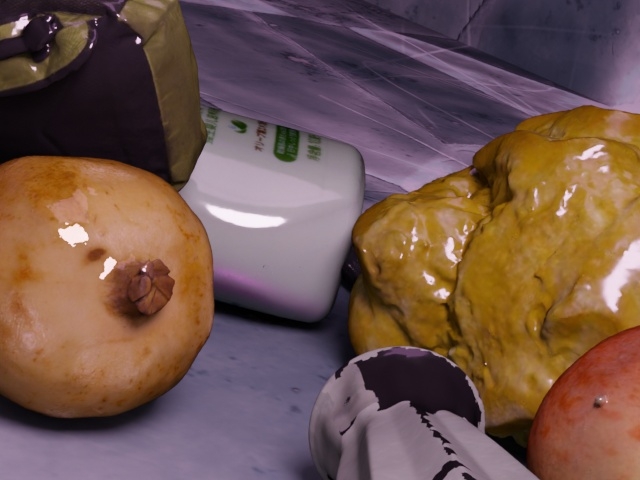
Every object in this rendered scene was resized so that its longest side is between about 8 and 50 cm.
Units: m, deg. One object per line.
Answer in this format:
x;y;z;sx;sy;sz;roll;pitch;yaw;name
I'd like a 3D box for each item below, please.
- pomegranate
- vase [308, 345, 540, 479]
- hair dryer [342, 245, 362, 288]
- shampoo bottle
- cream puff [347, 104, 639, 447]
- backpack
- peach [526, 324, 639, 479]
-0.152;0.027;0.982;0.196;0.196;0.196;15;16;-5;pomegranate
0.064;0.165;0.800;0.165;0.165;0.360;13;13;-9;vase
0.000;0.000;1.425;0.128;0.070;0.255;6;24;-31;hair dryer
-0.145;-0.047;1.275;0.349;0.151;0.222;14;23;-5;shampoo bottle
0.167;0.011;1.180;0.269;0.274;0.323;28;15;6;cream puff
-0.212;-0.114;1.096;0.253;0.207;0.140;4;46;13;backpack
0.222;0.160;0.912;0.232;0.233;0.232;15;16;-5;peach
